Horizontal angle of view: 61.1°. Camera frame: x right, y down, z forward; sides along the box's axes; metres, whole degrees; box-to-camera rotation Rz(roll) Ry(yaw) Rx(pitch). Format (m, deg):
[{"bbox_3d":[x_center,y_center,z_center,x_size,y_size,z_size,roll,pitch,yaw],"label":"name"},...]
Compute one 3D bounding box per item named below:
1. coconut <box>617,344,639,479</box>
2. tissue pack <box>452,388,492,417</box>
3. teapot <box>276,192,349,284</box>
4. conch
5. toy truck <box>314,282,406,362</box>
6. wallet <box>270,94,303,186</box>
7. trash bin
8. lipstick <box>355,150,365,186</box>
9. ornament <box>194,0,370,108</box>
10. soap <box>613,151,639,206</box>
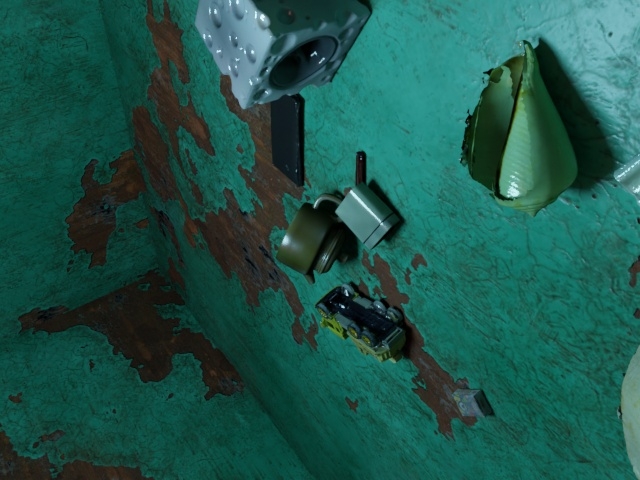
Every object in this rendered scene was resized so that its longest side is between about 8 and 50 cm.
[{"bbox_3d":[0.527,0.207,0.633,0.323,0.323,0.323,40,144,37],"label":"coconut"},{"bbox_3d":[0.363,0.391,1.306,0.063,0.035,0.083,63,152,1],"label":"tissue pack"},{"bbox_3d":[0.000,0.000,1.469,0.175,0.185,0.267,26,114,1],"label":"teapot"},{"bbox_3d":[0.298,-0.159,0.847,0.250,0.137,0.143,63,153,1],"label":"conch"},{"bbox_3d":[0.117,0.239,1.509,0.272,0.124,0.157,25,144,45],"label":"toy truck"},{"bbox_3d":[-0.097,-0.295,1.514,0.146,0.030,0.285,45,148,37],"label":"wallet"},{"bbox_3d":[0.111,-0.058,1.301,0.130,0.059,0.116,48,141,9],"label":"trash bin"},{"bbox_3d":[0.097,-0.136,1.327,0.027,0.027,0.176,36,140,41],"label":"lipstick"},{"bbox_3d":[-0.089,-0.463,1.137,0.239,0.240,0.239,61,151,8],"label":"ornament"},{"bbox_3d":[0.456,-0.125,0.635,0.063,0.115,0.198,55,152,16],"label":"soap"}]
